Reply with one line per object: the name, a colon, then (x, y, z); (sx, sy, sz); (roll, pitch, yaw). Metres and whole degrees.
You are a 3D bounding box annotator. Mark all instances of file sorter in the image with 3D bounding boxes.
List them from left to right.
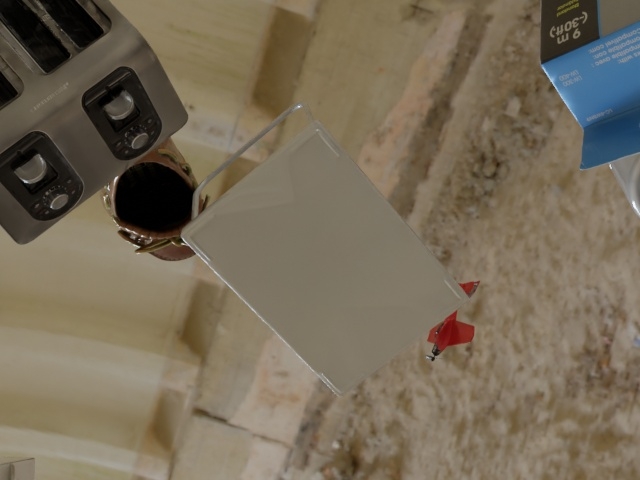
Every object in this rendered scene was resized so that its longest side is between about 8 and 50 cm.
file sorter: (0.000, 0.000, 1.072); (0.193, 0.277, 0.173); (-39, 22, 9)

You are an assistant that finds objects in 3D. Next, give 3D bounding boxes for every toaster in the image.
toaster: (-0.220, -0.121, 0.684); (0.168, 0.185, 0.110); (-38, -21, -11)

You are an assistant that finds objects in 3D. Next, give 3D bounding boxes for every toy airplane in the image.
toy airplane: (0.204, 0.119, 1.392); (0.151, 0.028, 0.151); (-52, 14, 19)

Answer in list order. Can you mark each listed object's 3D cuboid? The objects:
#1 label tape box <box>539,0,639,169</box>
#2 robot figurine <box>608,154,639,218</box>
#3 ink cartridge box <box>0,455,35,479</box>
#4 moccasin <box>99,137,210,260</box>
label tape box: (0.404, -0.288, 1.115); (0.249, 0.115, 0.347); (-19, 52, 43)
robot figurine: (0.620, -0.141, 1.587); (0.353, 0.200, 0.299); (-80, -25, -62)
ink cartridge box: (-0.366, 0.273, 0.933); (0.090, 0.143, 0.092); (21, -112, -73)
moccasin: (-0.210, -0.052, 1.178); (0.380, 0.139, 0.147); (97, 150, -66)
